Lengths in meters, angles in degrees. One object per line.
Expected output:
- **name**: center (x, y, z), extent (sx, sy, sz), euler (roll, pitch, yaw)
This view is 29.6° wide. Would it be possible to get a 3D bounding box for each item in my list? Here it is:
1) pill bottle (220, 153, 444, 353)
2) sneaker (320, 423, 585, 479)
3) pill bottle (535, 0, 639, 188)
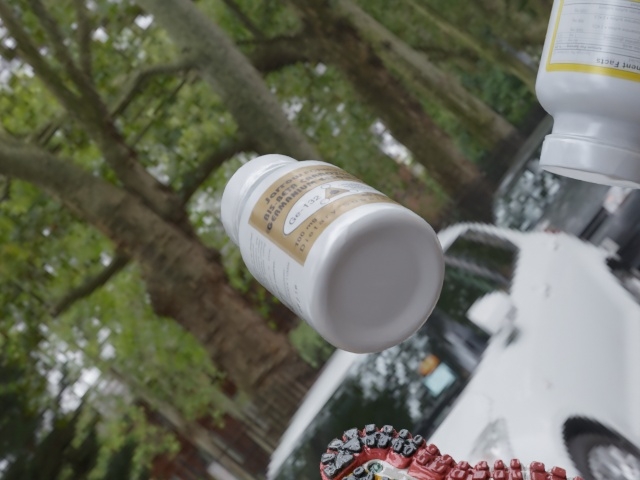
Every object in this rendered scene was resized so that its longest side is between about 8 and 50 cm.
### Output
- **pill bottle**: center (0.000, 0.000, 1.094), extent (0.131, 0.131, 0.229), euler (-51, 34, -2)
- **sneaker**: center (0.109, 0.200, 0.834), extent (0.088, 0.225, 0.093), euler (-50, -31, -45)
- **pill bottle**: center (0.205, -0.133, 0.829), extent (0.103, 0.103, 0.184), euler (10, -87, -84)
